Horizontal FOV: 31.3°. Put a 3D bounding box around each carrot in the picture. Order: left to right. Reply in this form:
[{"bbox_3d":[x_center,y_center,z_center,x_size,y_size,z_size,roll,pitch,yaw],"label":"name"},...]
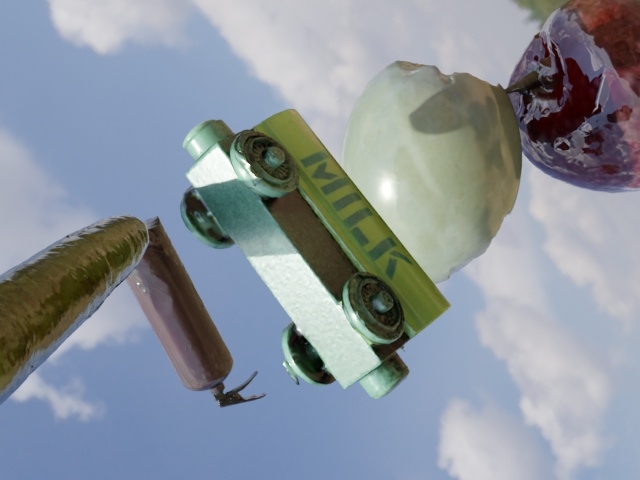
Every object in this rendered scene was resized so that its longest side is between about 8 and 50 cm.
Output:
[{"bbox_3d":[-0.199,0.049,0.792,0.074,0.074,0.358,47,-154,-3],"label":"carrot"}]

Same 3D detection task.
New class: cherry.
[{"bbox_3d":[0.332,-0.158,1.234,0.300,0.230,0.203,6,-139,-26],"label":"cherry"}]

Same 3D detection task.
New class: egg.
[{"bbox_3d":[0.107,-0.063,1.146,0.183,0.217,0.183,12,-175,-1],"label":"egg"}]

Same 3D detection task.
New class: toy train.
[{"bbox_3d":[0.000,0.000,0.907,0.253,0.105,0.157,51,-144,5],"label":"toy train"}]

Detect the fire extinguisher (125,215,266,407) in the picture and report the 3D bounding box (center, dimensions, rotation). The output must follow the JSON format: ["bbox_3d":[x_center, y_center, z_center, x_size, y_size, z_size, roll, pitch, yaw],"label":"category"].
[{"bbox_3d":[-0.159,0.097,1.385,0.268,0.089,0.072,64,165,-16],"label":"fire extinguisher"}]
